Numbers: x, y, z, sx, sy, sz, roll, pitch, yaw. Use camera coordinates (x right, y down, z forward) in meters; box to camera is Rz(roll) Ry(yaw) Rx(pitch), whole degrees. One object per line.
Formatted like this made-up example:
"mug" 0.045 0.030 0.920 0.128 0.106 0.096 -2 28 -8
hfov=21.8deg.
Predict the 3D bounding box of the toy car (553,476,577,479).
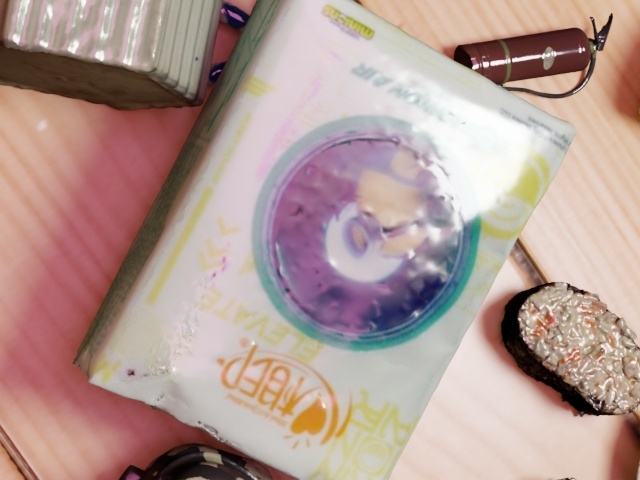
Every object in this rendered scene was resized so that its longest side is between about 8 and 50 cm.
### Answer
"toy car" 0.223 0.329 1.554 0.103 0.063 0.216 14 89 -12

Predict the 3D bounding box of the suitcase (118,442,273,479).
"suitcase" -0.082 0.384 1.407 0.339 0.194 0.351 38 78 -11

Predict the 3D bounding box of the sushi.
"sushi" 0.242 0.102 1.567 0.150 0.078 0.090 42 78 -7

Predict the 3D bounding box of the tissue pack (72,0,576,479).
"tissue pack" 0.000 0.000 1.443 0.287 0.162 0.388 28 90 -12

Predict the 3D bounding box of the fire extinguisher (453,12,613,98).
"fire extinguisher" 0.209 -0.171 1.599 0.157 0.045 0.078 -11 117 -15

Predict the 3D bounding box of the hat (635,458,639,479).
"hat" 0.421 0.246 1.602 0.226 0.164 0.219 -12 57 -51

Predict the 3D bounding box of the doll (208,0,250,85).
"doll" -0.019 -0.168 1.533 0.227 0.057 0.114 13 79 -11

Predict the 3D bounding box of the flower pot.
"flower pot" -0.199 -0.224 1.412 0.239 0.209 0.190 13 83 -14
